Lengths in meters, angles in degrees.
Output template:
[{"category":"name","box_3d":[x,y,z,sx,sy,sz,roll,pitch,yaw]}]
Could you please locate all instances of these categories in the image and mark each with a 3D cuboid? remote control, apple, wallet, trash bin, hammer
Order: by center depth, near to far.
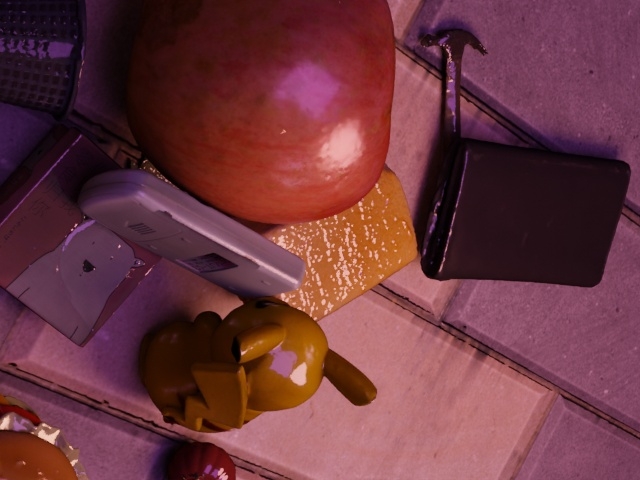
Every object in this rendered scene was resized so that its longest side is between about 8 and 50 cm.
[{"category":"trash bin","box_3d":[-0.376,-0.233,1.579,0.161,0.175,0.175,1,104,-23]},{"category":"apple","box_3d":[-0.079,-0.203,1.668,0.364,0.364,0.364,-11,111,-31]},{"category":"remote control","box_3d":[-0.163,-0.007,1.673,0.296,0.140,0.056,31,62,-35]},{"category":"hammer","box_3d":[0.202,-0.180,2.059,0.125,0.027,0.297,-9,110,-29]},{"category":"wallet","box_3d":[0.339,-0.039,2.158,0.406,0.062,0.228,4,102,-40]}]

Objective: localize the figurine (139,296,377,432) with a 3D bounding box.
[{"category":"figurine","box_3d":[-0.109,0.167,1.782,0.218,0.326,0.169,27,52,-38]}]

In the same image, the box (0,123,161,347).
[{"category":"box","box_3d":[-0.323,-0.009,1.711,0.215,0.086,0.215,-49,125,-5]}]

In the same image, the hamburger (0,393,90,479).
[{"category":"hamburger","box_3d":[-0.430,0.330,1.677,0.274,0.212,0.274,-11,110,-31]}]

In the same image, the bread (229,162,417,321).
[{"category":"bread","box_3d":[0.000,0.000,1.918,0.274,0.114,0.185,-32,121,-31]}]

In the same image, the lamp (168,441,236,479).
[{"category":"lamp","box_3d":[-0.172,0.341,1.934,0.101,0.090,0.101,3,116,7]}]

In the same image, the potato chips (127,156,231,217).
[{"category":"potato chips","box_3d":[-0.175,-0.071,1.842,0.209,0.026,0.142,4,106,-33]}]
